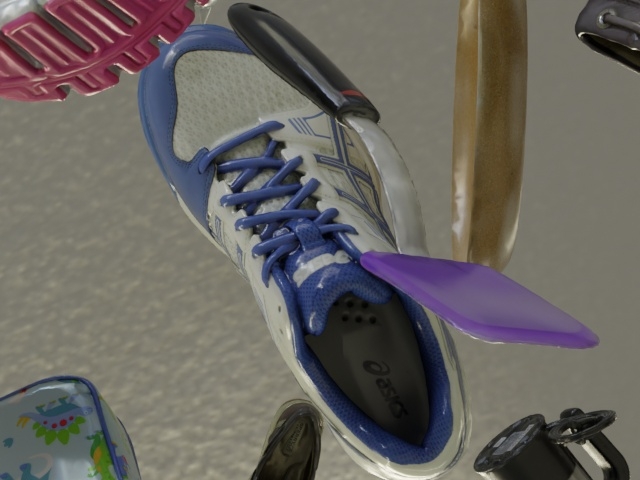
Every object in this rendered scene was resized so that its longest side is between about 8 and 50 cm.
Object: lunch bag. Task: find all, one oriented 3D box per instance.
[{"bbox_3d":[-0.236,0.213,1.309,0.090,0.219,0.176,67,179,-53],"label":"lunch bag"}]

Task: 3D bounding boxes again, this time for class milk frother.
[{"bbox_3d":[0.240,0.228,1.669,0.129,0.143,0.134,-40,-82,-7],"label":"milk frother"}]

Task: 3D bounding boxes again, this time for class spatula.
[{"bbox_3d":[0.025,-0.035,0.803,0.084,0.030,0.296,7,-148,-35],"label":"spatula"}]

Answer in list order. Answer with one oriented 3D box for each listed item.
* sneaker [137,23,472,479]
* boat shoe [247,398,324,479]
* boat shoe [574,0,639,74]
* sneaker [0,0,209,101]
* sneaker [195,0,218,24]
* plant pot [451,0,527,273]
[{"bbox_3d":[0.000,0.000,0.992,0.112,0.131,0.296,-34,-92,-2],"label":"sneaker"},{"bbox_3d":[-0.035,0.198,1.395,0.056,0.049,0.152,14,-91,0],"label":"boat shoe"},{"bbox_3d":[0.234,-0.061,0.861,0.103,0.092,0.285,25,-163,-52],"label":"boat shoe"},{"bbox_3d":[-0.165,-0.117,0.808,0.103,0.252,0.111,68,-178,-73],"label":"sneaker"},{"bbox_3d":[-0.167,-0.332,1.434,0.366,0.210,0.137,50,-143,2],"label":"sneaker"},{"bbox_3d":[0.102,-0.079,1.087,0.032,0.236,0.236,2,-112,2],"label":"plant pot"}]
